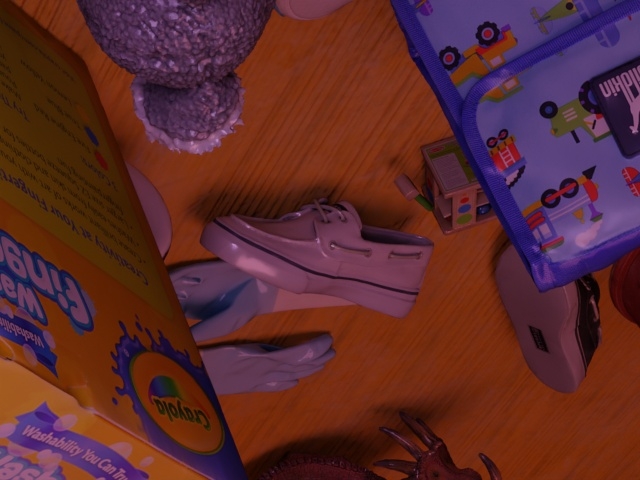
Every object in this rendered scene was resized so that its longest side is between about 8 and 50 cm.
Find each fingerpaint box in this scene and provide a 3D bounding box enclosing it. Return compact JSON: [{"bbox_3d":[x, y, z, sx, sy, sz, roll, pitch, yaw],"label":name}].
[{"bbox_3d":[-0.258,-0.027,1.051,0.163,0.371,0.445,-32,147,12],"label":"fingerpaint box"}]

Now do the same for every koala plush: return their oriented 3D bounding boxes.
[{"bbox_3d":[-0.097,-0.170,1.089,0.203,0.221,0.196,-14,146,-15],"label":"koala plush"}]

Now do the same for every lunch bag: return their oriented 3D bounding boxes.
[{"bbox_3d":[0.198,-0.106,1.298,0.221,0.293,0.138,-27,147,3],"label":"lunch bag"}]

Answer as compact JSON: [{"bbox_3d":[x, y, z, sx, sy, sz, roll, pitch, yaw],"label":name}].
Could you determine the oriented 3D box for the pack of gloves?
[{"bbox_3d":[-0.067,0.089,1.626,0.232,0.046,0.195,-6,141,-26],"label":"pack of gloves"}]

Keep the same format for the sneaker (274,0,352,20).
[{"bbox_3d":[0.067,-0.206,1.260,0.228,0.092,0.087,-30,148,10],"label":"sneaker"}]

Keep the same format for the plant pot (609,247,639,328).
[{"bbox_3d":[0.445,0.096,1.761,0.272,0.265,0.272,-17,146,-12],"label":"plant pot"}]

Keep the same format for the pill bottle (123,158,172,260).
[{"bbox_3d":[-0.210,0.053,1.407,0.130,0.130,0.246,1,139,-33],"label":"pill bottle"}]

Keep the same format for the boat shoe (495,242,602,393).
[{"bbox_3d":[0.212,0.052,1.738,0.070,0.078,0.219,-52,150,-23],"label":"boat shoe"}]

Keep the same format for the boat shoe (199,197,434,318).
[{"bbox_3d":[0.000,0.000,1.534,0.226,0.083,0.076,16,103,-47],"label":"boat shoe"}]

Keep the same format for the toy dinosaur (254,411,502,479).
[{"bbox_3d":[0.025,0.250,1.850,0.295,0.127,0.200,6,130,-20],"label":"toy dinosaur"}]

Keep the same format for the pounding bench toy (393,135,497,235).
[{"bbox_3d":[0.100,-0.040,1.547,0.083,0.052,0.065,-18,147,-10],"label":"pounding bench toy"}]
